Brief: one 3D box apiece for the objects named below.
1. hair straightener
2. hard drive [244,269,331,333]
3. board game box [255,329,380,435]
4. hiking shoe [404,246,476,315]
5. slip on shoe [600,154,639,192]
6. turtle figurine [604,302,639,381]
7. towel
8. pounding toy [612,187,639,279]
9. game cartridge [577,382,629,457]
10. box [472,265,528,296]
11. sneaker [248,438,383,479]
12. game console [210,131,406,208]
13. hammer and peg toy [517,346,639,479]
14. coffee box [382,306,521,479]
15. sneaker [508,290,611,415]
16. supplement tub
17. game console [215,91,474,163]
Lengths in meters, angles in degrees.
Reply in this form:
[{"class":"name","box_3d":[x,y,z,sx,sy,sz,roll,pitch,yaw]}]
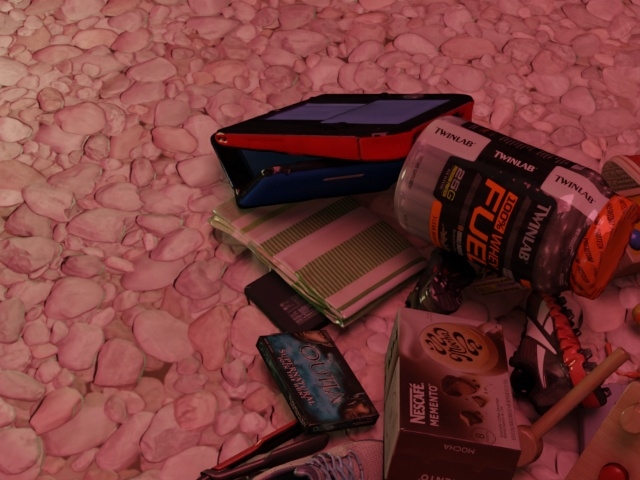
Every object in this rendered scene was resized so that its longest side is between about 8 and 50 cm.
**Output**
[{"class":"hair straightener","box_3d":[-0.083,0.328,1.533,0.230,0.047,0.089,-20,54,-28]},{"class":"hard drive","box_3d":[-0.048,0.100,1.755,0.094,0.022,0.135,-31,58,-28]},{"class":"board game box","box_3d":[-0.006,0.211,1.625,0.126,0.026,0.186,-3,42,-33]},{"class":"hiking shoe","box_3d":[0.181,0.080,1.747,0.086,0.114,0.227,45,26,-1]},{"class":"slip on shoe","box_3d":[0.627,-0.039,1.864,0.101,0.123,0.331,-19,51,-21]},{"class":"turtle figurine","box_3d":[0.599,0.141,1.735,0.217,0.087,0.269,25,51,16]},{"class":"towel","box_3d":[0.000,0.000,1.824,0.325,0.038,0.248,37,47,27]},{"class":"pounding toy","box_3d":[0.474,-0.031,1.796,0.206,0.094,0.181,-11,70,-38]},{"class":"game cartridge","box_3d":[0.534,0.318,1.599,0.297,0.062,0.198,8,53,2]},{"class":"box","box_3d":[0.340,0.003,1.826,0.114,0.036,0.207,-14,36,38]},{"class":"sneaker","box_3d":[-0.003,0.343,1.464,0.283,0.122,0.110,-18,70,-25]},{"class":"game console","box_3d":[-0.012,-0.162,1.849,0.293,0.250,0.173,-9,79,-23]},{"class":"hammer and peg toy","box_3d":[0.419,0.324,1.447,0.361,0.266,0.127,37,15,23]},{"class":"coffee box","box_3d":[0.180,0.235,1.533,0.168,0.119,0.297,11,30,-1]},{"class":"sneaker","box_3d":[0.349,0.173,1.671,0.135,0.098,0.276,-26,31,11]},{"class":"supplement tub","box_3d":[0.303,-0.048,1.673,0.338,0.207,0.207,25,51,26]},{"class":"game console","box_3d":[0.056,-0.210,1.858,0.342,0.060,0.386,9,20,27]}]
